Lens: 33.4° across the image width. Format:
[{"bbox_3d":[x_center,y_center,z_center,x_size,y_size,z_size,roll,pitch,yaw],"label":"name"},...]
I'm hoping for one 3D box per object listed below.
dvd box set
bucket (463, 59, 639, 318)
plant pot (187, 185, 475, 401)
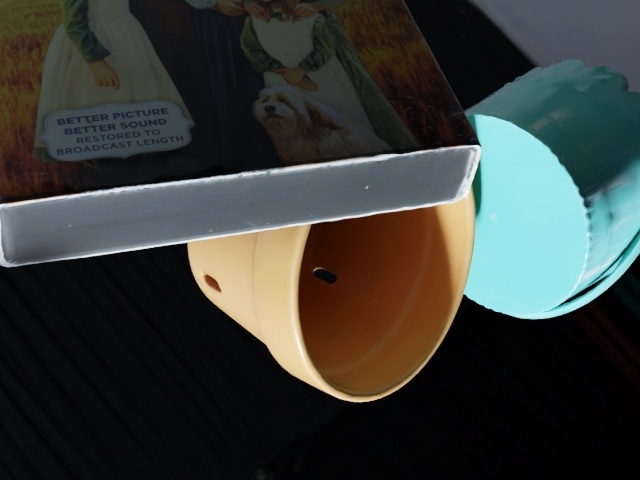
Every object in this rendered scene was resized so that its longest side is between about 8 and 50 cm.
[{"bbox_3d":[-0.102,-0.179,0.768,0.307,0.420,0.062,-8,142,-17],"label":"dvd box set"},{"bbox_3d":[0.251,-0.056,1.227,0.183,0.281,0.281,-28,164,-38],"label":"bucket"},{"bbox_3d":[0.000,0.000,1.122,0.290,0.203,0.291,-18,115,-44],"label":"plant pot"}]
